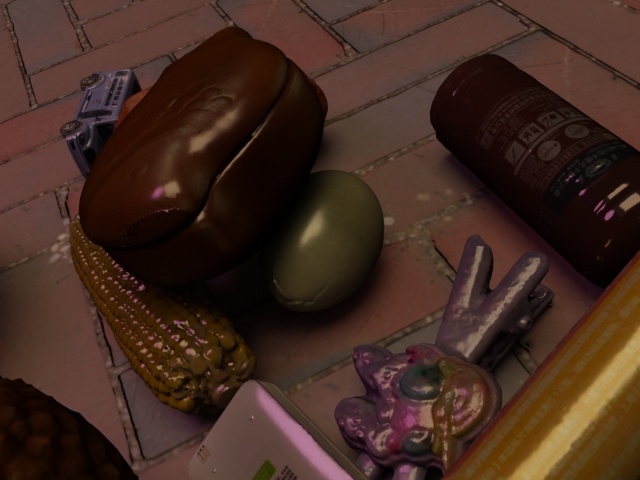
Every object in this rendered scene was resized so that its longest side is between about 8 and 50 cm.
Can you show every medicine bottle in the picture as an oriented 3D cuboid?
[{"bbox_3d":[0.245,0.045,0.463,0.426,0.108,0.108,-45,51,-12],"label":"medicine bottle"}]

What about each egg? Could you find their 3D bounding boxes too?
[{"bbox_3d":[0.000,0.000,0.649,0.114,0.114,0.152,12,50,25],"label":"egg"}]

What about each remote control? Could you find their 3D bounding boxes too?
[{"bbox_3d":[0.001,0.207,0.481,0.250,0.034,0.103,35,92,38],"label":"remote control"}]

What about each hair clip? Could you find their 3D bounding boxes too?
[{"bbox_3d":[0.095,0.100,0.547,0.137,0.090,0.278,20,54,38],"label":"hair clip"}]

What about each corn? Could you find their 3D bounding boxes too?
[{"bbox_3d":[-0.167,0.056,0.660,0.097,0.097,0.320,-34,45,-17],"label":"corn"}]

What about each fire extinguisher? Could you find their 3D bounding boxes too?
[{"bbox_3d":[0.228,-0.048,0.638,0.135,0.114,0.337,-37,46,1],"label":"fire extinguisher"}]

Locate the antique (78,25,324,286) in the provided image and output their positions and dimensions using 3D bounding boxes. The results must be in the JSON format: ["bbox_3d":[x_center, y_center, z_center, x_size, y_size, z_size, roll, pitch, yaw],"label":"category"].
[{"bbox_3d":[-0.101,-0.074,0.614,0.224,0.129,0.278,-28,35,22],"label":"antique"}]

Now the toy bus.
[{"bbox_3d":[-0.283,-0.158,0.907,0.076,0.073,0.167,-8,45,5],"label":"toy bus"}]

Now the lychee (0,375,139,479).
[{"bbox_3d":[-0.245,0.207,0.407,0.268,0.267,0.267,-8,46,8],"label":"lychee"}]

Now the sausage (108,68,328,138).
[{"bbox_3d":[-0.118,-0.131,0.800,0.259,0.133,0.133,-17,45,3],"label":"sausage"}]
